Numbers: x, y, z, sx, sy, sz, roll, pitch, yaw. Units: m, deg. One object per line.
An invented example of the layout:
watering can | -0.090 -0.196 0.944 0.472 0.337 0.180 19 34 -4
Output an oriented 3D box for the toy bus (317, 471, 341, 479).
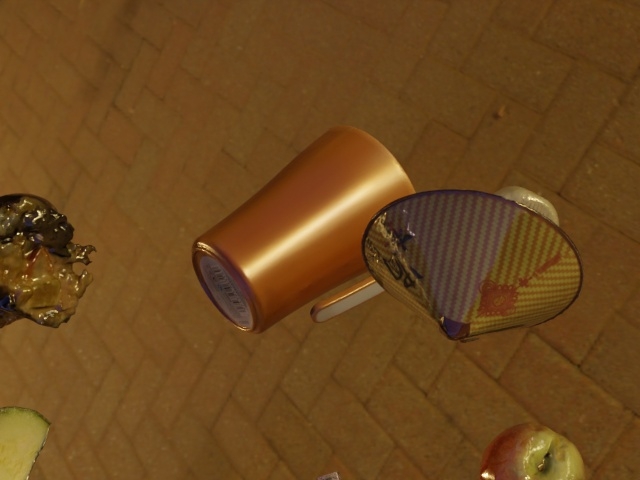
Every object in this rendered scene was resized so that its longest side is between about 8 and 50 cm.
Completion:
toy bus | 0.024 0.408 1.242 0.037 0.130 0.052 -17 60 0

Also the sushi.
sushi | -0.474 0.042 1.170 0.204 0.200 0.213 4 50 47

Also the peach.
peach | 0.436 0.492 1.593 0.214 0.235 0.214 -4 57 6

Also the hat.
hat | 0.119 0.049 0.658 0.193 0.193 0.082 -16 40 41

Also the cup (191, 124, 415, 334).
cup | 0.000 0.000 0.923 0.226 0.264 0.182 34 147 35

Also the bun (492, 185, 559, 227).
bun | 0.393 -0.025 1.580 0.173 0.167 0.113 -55 8 15

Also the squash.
squash | -0.660 0.418 1.557 0.085 0.184 0.191 4 63 30
